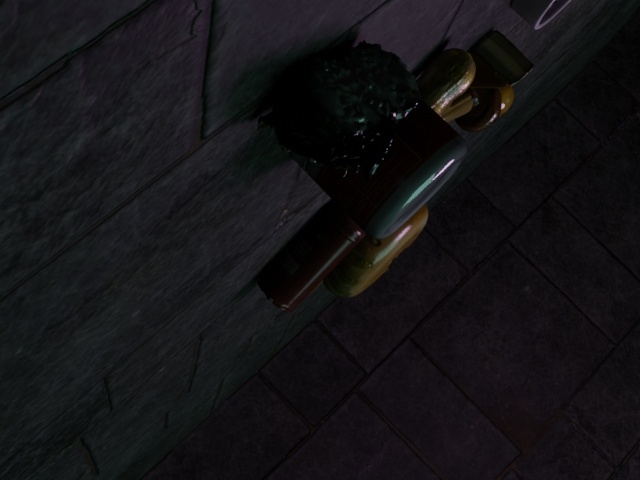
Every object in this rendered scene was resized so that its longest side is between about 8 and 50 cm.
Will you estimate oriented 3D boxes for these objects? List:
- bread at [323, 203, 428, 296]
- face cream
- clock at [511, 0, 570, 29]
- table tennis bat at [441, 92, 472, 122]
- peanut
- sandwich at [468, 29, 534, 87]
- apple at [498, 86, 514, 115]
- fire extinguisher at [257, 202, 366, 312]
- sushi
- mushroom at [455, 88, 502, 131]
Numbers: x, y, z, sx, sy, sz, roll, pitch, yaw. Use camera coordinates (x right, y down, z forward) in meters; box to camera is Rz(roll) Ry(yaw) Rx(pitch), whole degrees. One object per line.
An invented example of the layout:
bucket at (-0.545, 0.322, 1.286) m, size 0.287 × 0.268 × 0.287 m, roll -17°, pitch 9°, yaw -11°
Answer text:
bread at (0.126, -0.002, 2.279) m, size 0.333 × 0.160 × 0.333 m, roll -45°, pitch 171°, yaw -9°
face cream at (0.089, -0.130, 1.337) m, size 0.201 × 0.187 × 0.201 m, roll -44°, pitch 172°, yaw -8°
clock at (0.459, -0.502, 1.730) m, size 0.197 × 0.068 × 0.197 m, roll -44°, pitch 172°, yaw -7°
table tennis bat at (0.235, -0.262, 1.943) m, size 0.321 × 0.050 × 0.198 m, roll -30°, pitch 162°, yaw -45°
peanut at (0.189, -0.253, 1.584) m, size 0.206 × 0.087 × 0.087 m, roll -47°, pitch 172°, yaw 1°
sandwich at (0.352, -0.340, 1.856) m, size 0.079 × 0.113 × 0.163 m, roll -42°, pitch 172°, yaw -18°
apple at (0.421, -0.350, 2.210) m, size 0.102 × 0.099 × 0.114 m, roll -44°, pitch 169°, yaw -22°
fire extinguisher at (0.000, 0.000, 1.923) m, size 0.337 × 0.106 × 0.147 m, roll -47°, pitch 147°, yaw 12°
sushi at (0.038, -0.154, 1.113) m, size 0.115 × 0.147 × 0.212 m, roll -52°, pitch 173°, yaw 38°
mushroom at (0.370, -0.316, 2.117) m, size 0.126 × 0.109 × 0.085 m, roll -31°, pitch -176°, yaw 28°
